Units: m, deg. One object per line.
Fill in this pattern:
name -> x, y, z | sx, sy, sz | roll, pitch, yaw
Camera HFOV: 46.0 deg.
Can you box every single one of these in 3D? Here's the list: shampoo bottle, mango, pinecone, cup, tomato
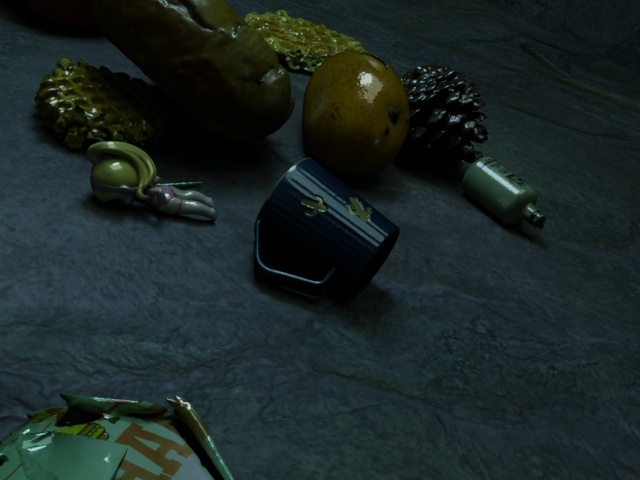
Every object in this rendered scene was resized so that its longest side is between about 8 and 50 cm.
shampoo bottle -> 0.330, -0.077, 1.334 | 0.079, 0.079, 0.162 | -10, 42, -41
mango -> 0.054, -0.235, 1.317 | 0.159, 0.191, 0.290 | 14, 25, -27
pinecone -> 0.216, -0.223, 1.406 | 0.184, 0.179, 0.205 | 30, -20, 54
cup -> 0.000, 0.000, 0.981 | 0.155, 0.131, 0.176 | 33, 62, 13
tomato -> -0.468, -0.516, 1.400 | 0.232, 0.188, 0.232 | 29, 43, -32

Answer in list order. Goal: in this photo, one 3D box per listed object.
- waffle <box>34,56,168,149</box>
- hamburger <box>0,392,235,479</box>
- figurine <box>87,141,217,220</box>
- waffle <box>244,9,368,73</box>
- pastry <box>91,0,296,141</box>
waffle -> -0.326, -0.195, 1.128 | 0.193, 0.070, 0.197 | 9, 35, -21
hamburger -> -0.166, 0.204, 0.538 | 0.235, 0.125, 0.214 | -8, 35, -45
figurine -> -0.221, -0.074, 0.999 | 0.187, 0.083, 0.083 | 19, 29, -23
waffle -> -0.028, -0.446, 1.721 | 0.311, 0.060, 0.307 | 22, 31, 4
pastry -> -0.193, -0.291, 1.176 | 0.356, 0.164, 0.356 | 39, 3, -3
